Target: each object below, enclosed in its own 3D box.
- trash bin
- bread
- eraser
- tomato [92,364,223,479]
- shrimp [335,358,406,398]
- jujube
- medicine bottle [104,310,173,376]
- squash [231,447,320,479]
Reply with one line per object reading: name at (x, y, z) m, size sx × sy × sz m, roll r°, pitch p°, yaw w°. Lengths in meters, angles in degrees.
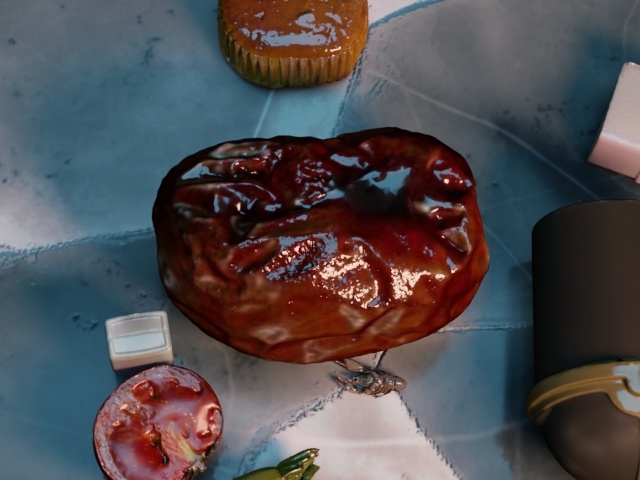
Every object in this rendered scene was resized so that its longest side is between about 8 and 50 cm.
trash bin at (0.341, 0.134, 1.816) m, size 0.214 × 0.214 × 0.333 m, roll 0°, pitch 68°, yaw -4°
bread at (-0.034, -0.289, 1.990) m, size 0.199 × 0.104 × 0.199 m, roll 1°, pitch 69°, yaw -3°
eraser at (0.494, -0.115, 1.975) m, size 0.287 × 0.086 × 0.130 m, roll 21°, pitch 70°, yaw 4°
tomato at (-0.188, 0.225, 1.813) m, size 0.139 × 0.091 × 0.159 m, roll 37°, pitch 74°, yaw 3°
shrimp at (0.056, 0.169, 1.883) m, size 0.092 × 0.029 × 0.038 m, roll 19°, pitch 79°, yaw 8°
jujube at (-0.001, 0.002, 1.810) m, size 0.377 × 0.276 × 0.276 m, roll -9°, pitch 72°, yaw 2°
medicine bottle at (-0.211, 0.125, 1.831) m, size 0.074 × 0.118 × 0.055 m, roll -10°, pitch 72°, yaw -6°
squash at (-0.130, 0.349, 1.779) m, size 0.094 × 0.094 × 0.341 m, roll 42°, pitch 76°, yaw 10°
